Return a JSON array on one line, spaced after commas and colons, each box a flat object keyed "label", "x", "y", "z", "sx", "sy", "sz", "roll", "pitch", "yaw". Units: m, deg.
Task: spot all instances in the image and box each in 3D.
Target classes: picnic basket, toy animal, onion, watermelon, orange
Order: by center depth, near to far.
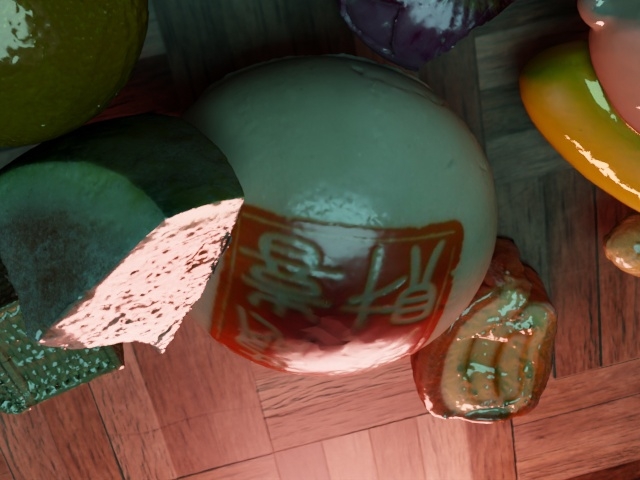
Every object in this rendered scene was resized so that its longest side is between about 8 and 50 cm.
[{"label": "orange", "x": -0.291, "y": -0.213, "z": 1.021, "sx": 0.274, "sy": 0.274, "sz": 0.274, "roll": -6, "pitch": 124, "yaw": -9}, {"label": "watermelon", "x": -0.189, "y": -0.011, "z": 1.081, "sx": 0.193, "sy": 0.310, "sz": 0.232, "roll": 12, "pitch": 95, "yaw": -56}, {"label": "onion", "x": 0.104, "y": -0.286, "z": 1.120, "sx": 0.207, "sy": 0.200, "sz": 0.200, "roll": -29, "pitch": 125, "yaw": 17}, {"label": "toy animal", "x": 0.372, "y": -0.199, "z": 1.225, "sx": 0.247, "sy": 0.277, "sz": 0.345, "roll": -53, "pitch": 146, "yaw": -28}, {"label": "picnic basket", "x": -0.309, "y": 0.064, "z": 1.236, "sx": 0.154, "sy": 0.196, "sz": 0.134, "roll": -22, "pitch": 125, "yaw": 3}]

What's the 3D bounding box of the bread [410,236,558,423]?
[{"label": "bread", "x": 0.205, "y": 0.115, "z": 1.433, "sx": 0.190, "sy": 0.123, "sz": 0.244, "roll": -4, "pitch": 122, "yaw": -9}]

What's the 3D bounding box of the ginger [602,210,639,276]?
[{"label": "ginger", "x": 0.556, "y": -0.046, "z": 1.382, "sx": 0.363, "sy": 0.348, "sz": 0.122, "roll": -19, "pitch": 96, "yaw": 44}]

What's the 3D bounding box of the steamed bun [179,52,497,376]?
[{"label": "steamed bun", "x": 0.000, "y": 0.000, "z": 1.190, "sx": 0.374, "sy": 0.241, "sz": 0.374, "roll": 3, "pitch": 136, "yaw": 3}]
